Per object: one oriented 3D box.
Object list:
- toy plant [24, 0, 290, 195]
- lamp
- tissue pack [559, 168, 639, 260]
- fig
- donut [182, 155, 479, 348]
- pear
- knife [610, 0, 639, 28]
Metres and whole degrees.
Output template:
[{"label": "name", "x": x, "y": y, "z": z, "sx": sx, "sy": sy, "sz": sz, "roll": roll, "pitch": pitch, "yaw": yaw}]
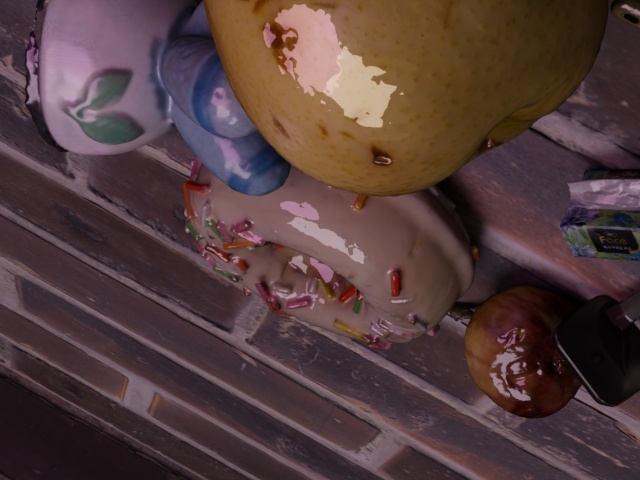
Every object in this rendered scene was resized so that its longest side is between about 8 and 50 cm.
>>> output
[{"label": "toy plant", "x": -0.104, "y": -0.171, "z": 1.154, "sx": 0.332, "sy": 0.247, "sz": 0.247, "roll": 14, "pitch": 150, "yaw": 15}, {"label": "lamp", "x": 0.379, "y": 0.122, "z": 1.199, "sx": 0.203, "sy": 0.124, "sz": 0.283, "roll": 55, "pitch": 162, "yaw": 8}, {"label": "tissue pack", "x": 0.302, "y": -0.032, "z": 1.117, "sx": 0.111, "sy": 0.085, "sz": 0.079, "roll": 5, "pitch": 143, "yaw": 41}, {"label": "fig", "x": 0.221, "y": 0.123, "z": 1.410, "sx": 0.230, "sy": 0.143, "sz": 0.160, "roll": 16, "pitch": 120, "yaw": 39}, {"label": "donut", "x": 0.000, "y": 0.000, "z": 1.380, "sx": 0.382, "sy": 0.142, "sz": 0.383, "roll": 23, "pitch": 157, "yaw": 10}, {"label": "pear", "x": 0.055, "y": -0.187, "z": 0.872, "sx": 0.309, "sy": 0.309, "sz": 0.309, "roll": 23, "pitch": 153, "yaw": 13}, {"label": "knife", "x": 0.376, "y": -0.131, "z": 0.949, "sx": 0.297, "sy": 0.017, "sz": 0.047, "roll": 25, "pitch": 155, "yaw": 0}]
